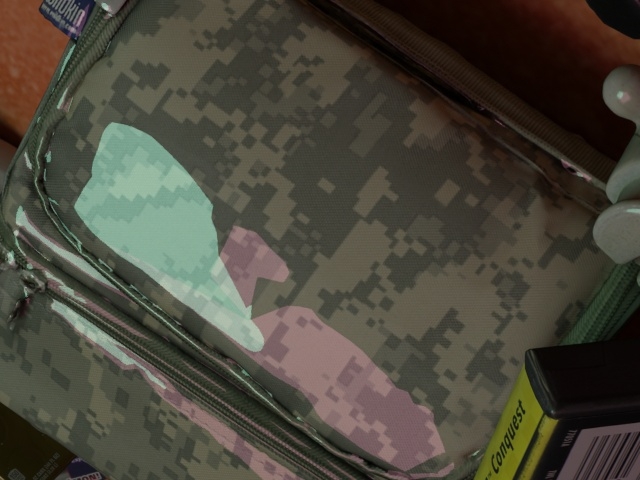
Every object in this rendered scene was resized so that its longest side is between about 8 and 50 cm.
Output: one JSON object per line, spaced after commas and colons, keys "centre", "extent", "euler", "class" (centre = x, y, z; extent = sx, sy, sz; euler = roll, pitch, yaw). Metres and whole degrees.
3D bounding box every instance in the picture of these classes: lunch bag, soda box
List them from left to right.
{"centre": [-0.145, 0.084, 1.032], "extent": [0.061, 0.181, 0.058], "euler": [43, 139, -1], "class": "soda box"}
{"centre": [0.000, 0.000, 0.842], "extent": [0.305, 0.212, 0.256], "euler": [36, 126, 7], "class": "lunch bag"}

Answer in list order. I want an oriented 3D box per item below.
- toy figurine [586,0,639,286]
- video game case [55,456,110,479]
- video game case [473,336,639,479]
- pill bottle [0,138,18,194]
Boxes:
{"centre": [0.210, -0.071, 0.667], "extent": [0.213, 0.148, 0.209], "euler": [14, 138, 25], "class": "toy figurine"}
{"centre": [-0.165, 0.179, 1.163], "extent": [0.201, 0.023, 0.183], "euler": [-16, 124, 6], "class": "video game case"}
{"centre": [0.186, 0.123, 0.789], "extent": [0.248, 0.275, 0.035], "euler": [105, 153, -46], "class": "video game case"}
{"centre": [-0.270, 0.044, 1.120], "extent": [0.146, 0.146, 0.264], "euler": [47, 139, -6], "class": "pill bottle"}
